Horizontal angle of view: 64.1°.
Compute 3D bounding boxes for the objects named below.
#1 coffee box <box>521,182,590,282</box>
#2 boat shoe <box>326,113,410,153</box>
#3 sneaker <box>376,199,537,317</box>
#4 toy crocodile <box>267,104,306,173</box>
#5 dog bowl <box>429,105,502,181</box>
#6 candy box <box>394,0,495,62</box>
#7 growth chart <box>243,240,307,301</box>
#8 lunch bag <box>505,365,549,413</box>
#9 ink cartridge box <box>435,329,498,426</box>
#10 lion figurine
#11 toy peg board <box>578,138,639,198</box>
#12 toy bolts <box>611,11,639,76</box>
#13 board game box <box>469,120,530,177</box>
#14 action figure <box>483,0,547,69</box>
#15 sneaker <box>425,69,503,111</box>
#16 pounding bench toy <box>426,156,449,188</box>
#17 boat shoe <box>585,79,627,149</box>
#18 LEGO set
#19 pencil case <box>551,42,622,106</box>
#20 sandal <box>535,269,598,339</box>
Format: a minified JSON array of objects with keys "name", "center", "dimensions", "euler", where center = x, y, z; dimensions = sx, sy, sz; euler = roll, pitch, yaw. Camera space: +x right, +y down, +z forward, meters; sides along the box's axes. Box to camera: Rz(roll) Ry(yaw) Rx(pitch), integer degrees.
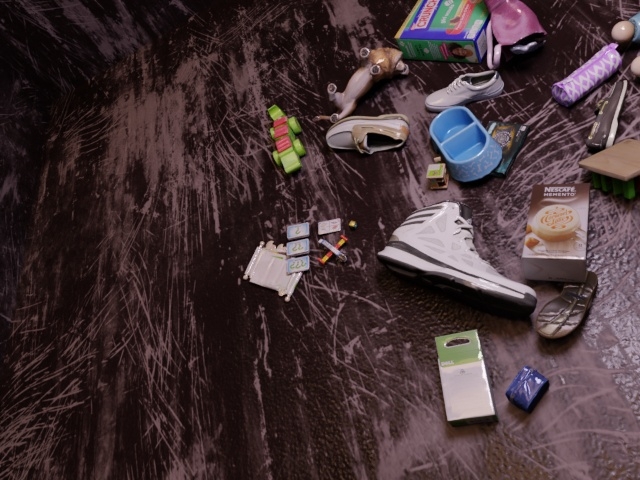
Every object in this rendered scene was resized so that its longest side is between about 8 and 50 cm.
[{"name":"coffee box","center":[0.595,-0.024,1.285],"dimensions":[0.141,0.098,0.246],"euler":[2,51,29]},{"name":"boat shoe","center":[0.154,-0.360,1.766],"dimensions":[0.303,0.113,0.103],"euler":[-7,51,24]},{"name":"sneaker","center":[0.383,0.018,1.352],"dimensions":[0.448,0.169,0.257],"euler":[22,74,40]},{"name":"toy crocodile","center":[-0.135,-0.387,1.947],"dimensions":[0.115,0.105,0.340],"euler":[-23,52,14]},{"name":"dog bowl","center":[0.435,-0.307,1.573],"dimensions":[0.166,0.074,0.297],"euler":[-32,43,15]},{"name":"candy box","center":[0.476,-0.788,1.865],"dimensions":[0.317,0.122,0.268],"euler":[17,70,37]},{"name":"growth chart","center":[-0.151,0.091,1.695],"dimensions":[0.237,0.021,0.172],"euler":[19,70,36]},{"name":"lunch bag","center":[0.469,0.333,1.163],"dimensions":[0.065,0.067,0.098],"euler":[32,77,39]},{"name":"ink cartridge box","center":[0.349,0.331,1.233],"dimensions":[0.109,0.062,0.209],"euler":[-16,53,19]},{"name":"lion figurine","center":[0.141,-0.564,1.877],"dimensions":[0.392,0.240,0.142],"euler":[-39,87,15]},{"name":"toy peg board","center":[0.788,-0.181,1.309],"dimensions":[0.161,0.079,0.161],"euler":[-25,25,-6]},{"name":"toy bolts","center":[0.933,-0.584,1.427],"dimensions":[0.159,0.218,0.228],"euler":[-12,46,5]},{"name":"board game box","center":[0.539,-0.281,1.557],"dimensions":[0.126,0.026,0.186],"euler":[20,71,37]},{"name":"action figure","center":[0.578,-0.765,1.659],"dimensions":[0.276,0.248,0.370],"euler":[-31,91,5]},{"name":"sneaker","center":[0.470,-0.507,1.701],"dimensions":[0.258,0.091,0.094],"euler":[-13,54,21]},{"name":"pounding bench toy","center":[0.366,-0.208,1.578],"dimensions":[0.052,0.065,0.083],"euler":[0,60,30]},{"name":"boat shoe","center":[0.800,-0.354,1.425],"dimensions":[0.069,0.081,0.227],"euler":[13,69,30]},{"name":"LEGO set","center":[0.000,0.000,1.642],"dimensions":[0.244,0.060,0.182],"euler":[-11,55,15]},{"name":"pencil case","center":[0.787,-0.488,1.518],"dimensions":[0.206,0.088,0.086],"euler":[-37,42,1]},{"name":"sandal","center":[0.593,0.159,1.222],"dimensions":[0.090,0.060,0.219],"euler":[19,56,38]}]
